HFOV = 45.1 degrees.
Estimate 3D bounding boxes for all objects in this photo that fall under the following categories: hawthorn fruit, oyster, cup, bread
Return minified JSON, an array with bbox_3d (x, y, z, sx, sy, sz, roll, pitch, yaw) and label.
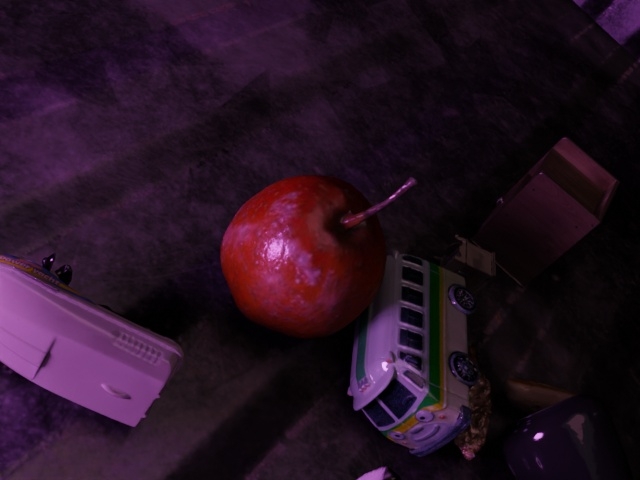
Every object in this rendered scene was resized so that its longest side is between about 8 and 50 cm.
[{"bbox_3d":[-0.027,0.012,1.082,0.235,0.263,0.231,-41,59,-22],"label":"hawthorn fruit"},{"bbox_3d":[0.227,0.244,1.153,0.056,0.105,0.177,9,43,10],"label":"oyster"},{"bbox_3d":[0.380,0.332,1.162,0.176,0.169,0.223,64,16,19],"label":"cup"},{"bbox_3d":[0.380,0.268,1.278,0.214,0.053,0.073,17,4,-30],"label":"bread"}]

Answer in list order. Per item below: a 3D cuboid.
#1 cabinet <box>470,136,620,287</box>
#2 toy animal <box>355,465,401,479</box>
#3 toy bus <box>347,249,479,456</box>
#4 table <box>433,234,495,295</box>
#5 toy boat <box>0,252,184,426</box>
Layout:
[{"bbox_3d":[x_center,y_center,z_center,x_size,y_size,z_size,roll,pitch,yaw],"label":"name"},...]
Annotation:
[{"bbox_3d":[0.423,-0.056,1.471,0.148,0.215,0.175,42,43,4],"label":"cabinet"},{"bbox_3d":[0.109,0.395,0.890,0.235,0.165,0.187,35,31,-4],"label":"toy animal"},{"bbox_3d":[0.131,0.156,1.136,0.165,0.133,0.276,26,42,-16],"label":"toy bus"},{"bbox_3d":[0.252,0.045,1.358,0.083,0.079,0.062,25,45,-15],"label":"table"},{"bbox_3d":[-0.289,0.098,0.883,0.269,0.141,0.141,36,42,-1],"label":"toy boat"}]
